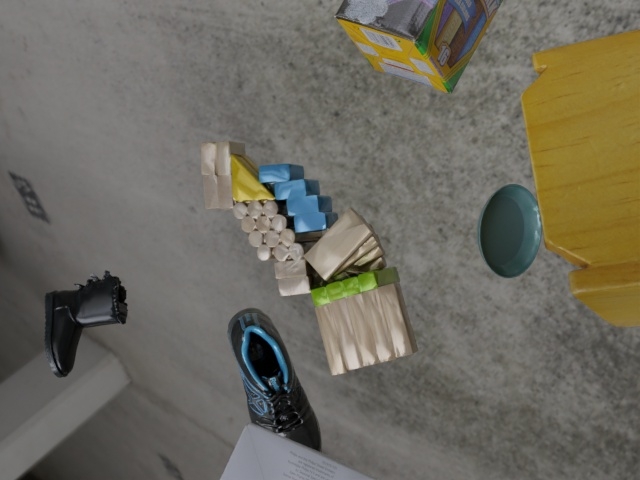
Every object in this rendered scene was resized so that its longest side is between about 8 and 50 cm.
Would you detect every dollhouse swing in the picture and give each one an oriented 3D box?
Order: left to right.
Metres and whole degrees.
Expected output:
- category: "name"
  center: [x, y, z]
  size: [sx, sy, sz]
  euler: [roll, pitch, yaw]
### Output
- category: "dollhouse swing"
  center: [0.442, -0.043, 1.029]
  size: [0.315, 0.347, 0.305]
  euler: [-9, 149, 15]

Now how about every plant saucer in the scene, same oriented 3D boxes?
- category: "plant saucer"
  center: [0.235, -0.012, 1.023]
  size: [0.021, 0.119, 0.119]
  euler: [8, 129, 53]

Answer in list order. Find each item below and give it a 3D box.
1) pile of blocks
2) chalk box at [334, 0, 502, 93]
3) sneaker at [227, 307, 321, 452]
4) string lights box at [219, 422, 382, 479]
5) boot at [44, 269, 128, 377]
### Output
- category: "pile of blocks"
  center: [0.000, 0.000, 0.994]
  size: [0.149, 0.112, 0.362]
  euler: [-44, 76, 19]
- category: "chalk box"
  center: [0.142, -0.320, 1.016]
  size: [0.132, 0.213, 0.132]
  euler: [27, 174, 34]
- category: "sneaker"
  center: [-0.092, 0.300, 1.557]
  size: [0.341, 0.125, 0.139]
  euler: [66, 172, -6]
- category: "string lights box"
  center: [0.031, 0.220, 0.596]
  size: [0.133, 0.077, 0.260]
  euler: [18, 161, 25]
- category: "boot"
  center: [-0.292, 0.104, 1.013]
  size: [0.045, 0.099, 0.121]
  euler: [64, -166, -68]
